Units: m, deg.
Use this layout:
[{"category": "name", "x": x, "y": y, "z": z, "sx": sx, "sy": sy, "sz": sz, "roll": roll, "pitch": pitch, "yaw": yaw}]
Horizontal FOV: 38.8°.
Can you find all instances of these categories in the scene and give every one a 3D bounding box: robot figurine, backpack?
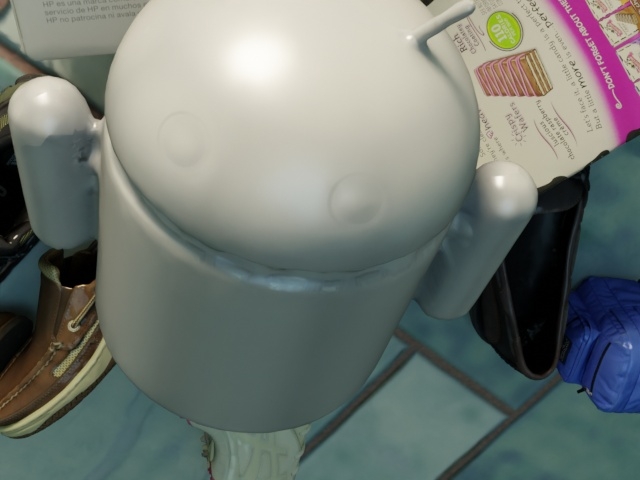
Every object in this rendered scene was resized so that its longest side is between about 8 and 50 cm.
[{"category": "robot figurine", "x": -0.030, "y": -0.020, "z": 0.540, "sx": 0.299, "sy": 0.200, "sz": 0.353, "roll": 8, "pitch": 142, "yaw": -11}, {"category": "backpack", "x": 0.267, "y": 0.103, "z": 0.835, "sx": 0.101, "sy": 0.120, "sz": 0.098, "roll": -1, "pitch": 120, "yaw": -12}]

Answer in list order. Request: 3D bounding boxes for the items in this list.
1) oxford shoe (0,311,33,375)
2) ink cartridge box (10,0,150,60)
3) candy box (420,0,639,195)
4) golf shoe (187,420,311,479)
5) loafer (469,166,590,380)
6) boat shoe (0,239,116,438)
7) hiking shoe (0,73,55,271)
[{"category": "oxford shoe", "x": -0.328, "y": 0.128, "z": 0.756, "sx": 0.212, "sy": 0.076, "sz": 0.076, "roll": -45, "pitch": 79, "yaw": 3}, {"category": "ink cartridge box", "x": -0.083, "y": -0.274, "z": 0.508, "sx": 0.223, "sy": 0.129, "sz": 0.307, "roll": -7, "pitch": 132, "yaw": -7}, {"category": "candy box", "x": 0.144, "y": -0.119, "z": 0.648, "sx": 0.233, "sy": 0.071, "sz": 0.159, "roll": -30, "pitch": 90, "yaw": -8}, {"category": "golf shoe", "x": -0.047, "y": 0.165, "z": 0.811, "sx": 0.140, "sy": 0.115, "sz": 0.306, "roll": -17, "pitch": 123, "yaw": -6}, {"category": "loafer", "x": 0.182, "y": -0.021, "z": 0.759, "sx": 0.109, "sy": 0.095, "sz": 0.303, "roll": -8, "pitch": 119, "yaw": -8}, {"category": "boat shoe", "x": -0.189, "y": 0.042, "z": 0.723, "sx": 0.257, "sy": 0.095, "sz": 0.095, "roll": -46, "pitch": 119, "yaw": 1}, {"category": "hiking shoe", "x": -0.252, "y": -0.014, "z": 0.656, "sx": 0.086, "sy": 0.114, "sz": 0.227, "roll": 29, "pitch": 106, "yaw": -23}]
